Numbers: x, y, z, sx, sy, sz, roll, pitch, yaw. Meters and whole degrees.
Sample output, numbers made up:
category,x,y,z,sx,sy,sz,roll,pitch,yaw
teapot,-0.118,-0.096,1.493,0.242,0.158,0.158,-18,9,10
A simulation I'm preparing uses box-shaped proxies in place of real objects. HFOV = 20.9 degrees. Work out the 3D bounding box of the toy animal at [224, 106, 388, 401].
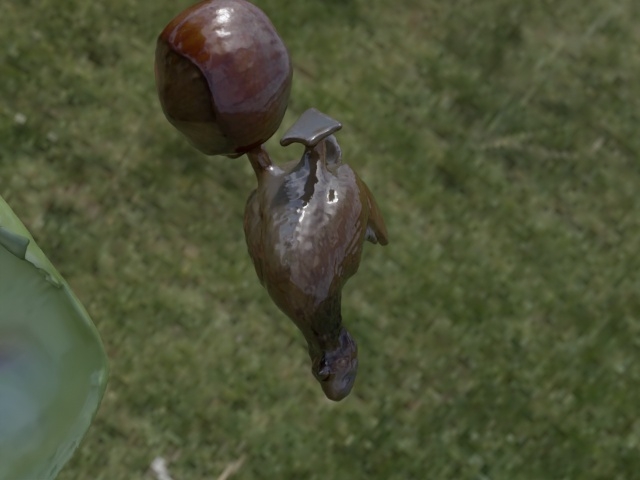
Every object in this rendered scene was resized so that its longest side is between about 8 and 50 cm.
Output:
category,x,y,z,sx,sy,sz,roll,pitch,yaw
toy animal,0.000,0.000,1.135,0.188,0.089,0.179,-65,141,-64

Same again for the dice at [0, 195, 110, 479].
category,x,y,z,sx,sy,sz,roll,pitch,yaw
dice,-0.277,0.037,0.883,0.254,0.249,0.252,40,-14,51

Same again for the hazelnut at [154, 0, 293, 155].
category,x,y,z,sx,sy,sz,roll,pitch,yaw
hazelnut,-0.053,-0.090,0.963,0.086,0.086,0.086,25,32,-17
